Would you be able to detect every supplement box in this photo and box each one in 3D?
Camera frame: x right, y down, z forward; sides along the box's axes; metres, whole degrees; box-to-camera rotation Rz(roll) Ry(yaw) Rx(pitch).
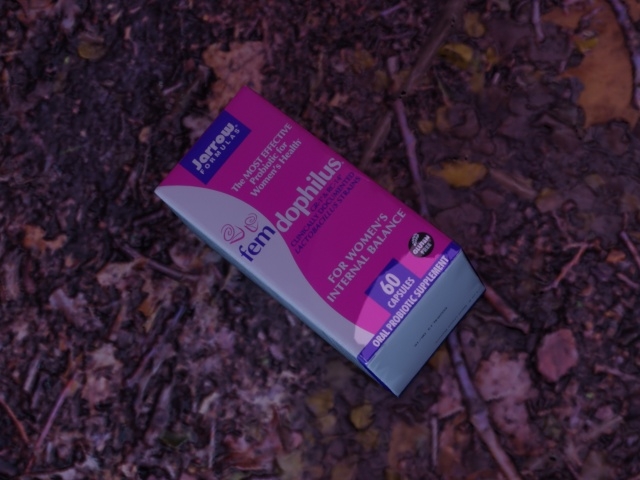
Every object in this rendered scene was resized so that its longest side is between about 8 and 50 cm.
[{"bbox_3d":[0.000,0.000,1.336,0.220,0.114,0.111,37,85,22],"label":"supplement box"}]
